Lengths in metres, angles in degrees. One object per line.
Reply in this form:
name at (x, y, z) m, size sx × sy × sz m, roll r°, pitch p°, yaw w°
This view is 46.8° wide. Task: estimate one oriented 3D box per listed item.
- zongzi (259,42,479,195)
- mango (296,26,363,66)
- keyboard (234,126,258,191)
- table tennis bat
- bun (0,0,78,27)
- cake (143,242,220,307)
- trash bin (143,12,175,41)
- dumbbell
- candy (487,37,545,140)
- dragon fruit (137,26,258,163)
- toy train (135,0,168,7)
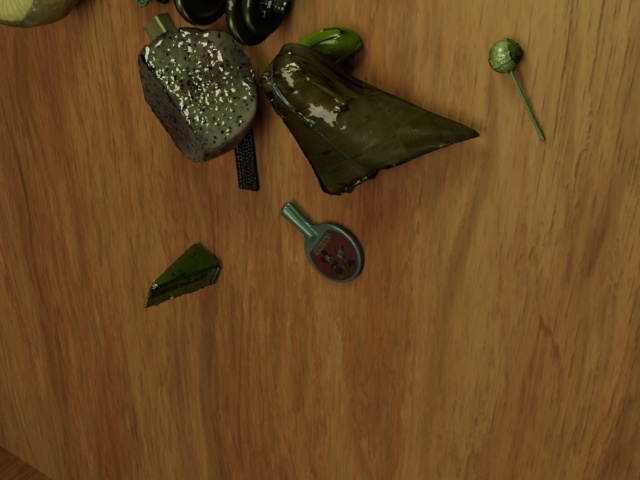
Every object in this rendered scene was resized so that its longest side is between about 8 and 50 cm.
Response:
zongzi at (0.088, -0.266, 1.435) m, size 0.361 × 0.160 × 0.323 m, roll -12°, pitch 128°, yaw 37°
mango at (0.011, -0.389, 1.518) m, size 0.165 × 0.074 × 0.091 m, roll -17°, pitch 134°, yaw 26°
keyboard at (-0.185, -0.219, 1.787) m, size 0.061 × 0.013 × 0.204 m, roll 11°, pitch 118°, yaw 31°
table tennis bat at (0.000, 0.000, 1.750) m, size 0.244 × 0.040 × 0.153 m, roll 43°, pitch 132°, yaw 5°
bun at (-0.706, -0.696, 1.809) m, size 0.364 × 0.202 × 0.364 m, roll 17°, pitch 117°, yaw 36°
cake at (-0.386, 0.094, 1.952) m, size 0.099 × 0.235 × 0.100 m, roll 44°, pitch 130°, yaw 22°
trash bin at (-0.372, -0.488, 1.771) m, size 0.061 × 0.043 × 0.092 m, roll -28°, pitch 96°, yaw 42°
dumbbell at (-0.184, -0.515, 1.520) m, size 0.290 × 0.192 × 0.192 m, roll 25°, pitch 125°, yaw 23°
candy at (0.365, -0.269, 1.339) m, size 0.061 × 0.061 × 0.202 m, roll -18°, pitch 109°, yaw 41°
dragon fruit at (-0.262, -0.327, 1.678) m, size 0.283 × 0.204 × 0.221 m, roll 56°, pitch 160°, yaw 2°
toy train at (-0.369, -0.618, 1.679) m, size 0.200 × 0.083 × 0.132 m, roll -17°, pitch 98°, yaw 40°
